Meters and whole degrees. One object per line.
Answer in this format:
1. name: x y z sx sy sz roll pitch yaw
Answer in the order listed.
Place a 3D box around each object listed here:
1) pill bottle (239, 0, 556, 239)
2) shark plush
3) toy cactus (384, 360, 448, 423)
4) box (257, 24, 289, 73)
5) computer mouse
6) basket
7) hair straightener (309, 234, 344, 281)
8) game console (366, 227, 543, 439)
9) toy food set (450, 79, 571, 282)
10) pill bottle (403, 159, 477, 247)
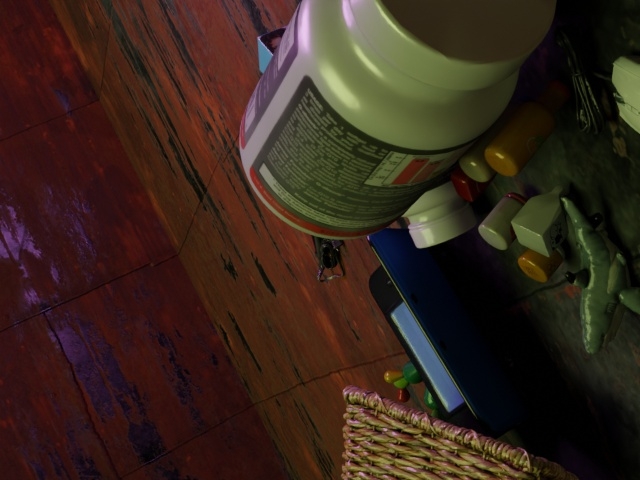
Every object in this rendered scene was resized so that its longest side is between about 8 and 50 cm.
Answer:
1. pill bottle: 0.061 -0.153 1.023 0.210 0.210 0.363 61 155 9
2. shark plush: 0.274 0.032 1.071 0.073 0.067 0.161 36 147 57
3. toy cactus: 0.160 0.216 1.620 0.219 0.112 0.180 -137 36 -67
4. box: 0.018 -0.199 1.425 0.244 0.101 0.060 51 157 34
5. computer mouse: 0.269 -0.123 0.917 0.193 0.042 0.106 34 144 58
6. basket: 0.191 0.298 1.337 0.299 0.214 0.222 13 106 42
7. hair straightener: 0.000 0.000 1.830 0.089 0.047 0.230 49 157 39
8. game console: 0.137 0.139 1.409 0.293 0.173 0.250 60 144 15
9. toy food set: 0.214 -0.066 1.118 0.111 0.104 0.232 29 161 39
10. pill bottle: 0.114 -0.094 1.285 0.193 0.108 0.108 66 162 -6
